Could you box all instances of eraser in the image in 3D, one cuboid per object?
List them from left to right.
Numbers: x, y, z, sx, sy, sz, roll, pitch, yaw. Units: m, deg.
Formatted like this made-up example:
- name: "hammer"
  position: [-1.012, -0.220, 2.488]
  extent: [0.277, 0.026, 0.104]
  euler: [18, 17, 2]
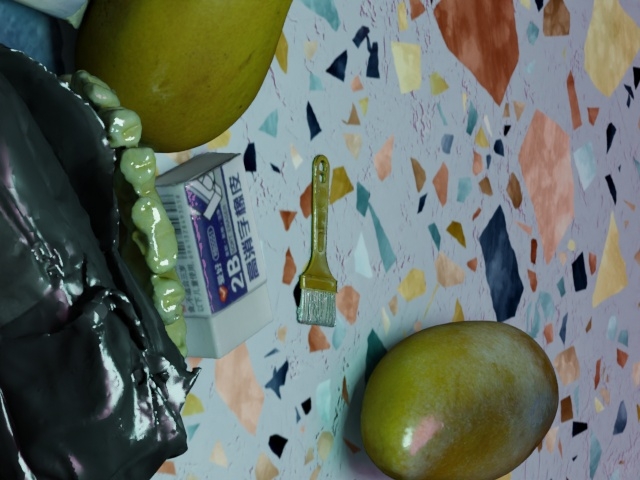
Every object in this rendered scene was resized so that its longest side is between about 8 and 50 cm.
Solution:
- name: "eraser"
  position: [-0.123, 0.016, 2.171]
  extent: [0.124, 0.068, 0.210]
  euler: [-35, 119, -54]

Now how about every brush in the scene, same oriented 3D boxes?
- name: "brush"
  position: [0.000, 0.000, 2.408]
  extent: [0.082, 0.010, 0.218]
  euler: [8, 83, -56]

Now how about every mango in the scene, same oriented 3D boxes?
- name: "mango"
  position: [-0.133, -0.229, 1.975]
  extent: [0.211, 0.317, 0.173]
  euler: [12, 38, -33]
- name: "mango"
  position: [0.175, 0.222, 2.503]
  extent: [0.384, 0.199, 0.221]
  euler: [-21, 109, -53]

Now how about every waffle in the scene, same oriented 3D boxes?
- name: "waffle"
  position: [-0.200, -0.021, 1.894]
  extent: [0.056, 0.292, 0.309]
  euler: [-17, 106, -15]

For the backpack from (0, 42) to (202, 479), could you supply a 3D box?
- name: "backpack"
  position: [-0.283, 0.029, 1.710]
  extent: [0.255, 0.363, 0.446]
  euler: [-25, 103, -22]

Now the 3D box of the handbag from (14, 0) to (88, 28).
- name: "handbag"
  position: [-0.292, -0.293, 1.902]
  extent: [0.173, 0.095, 0.117]
  euler: [23, 85, -48]
